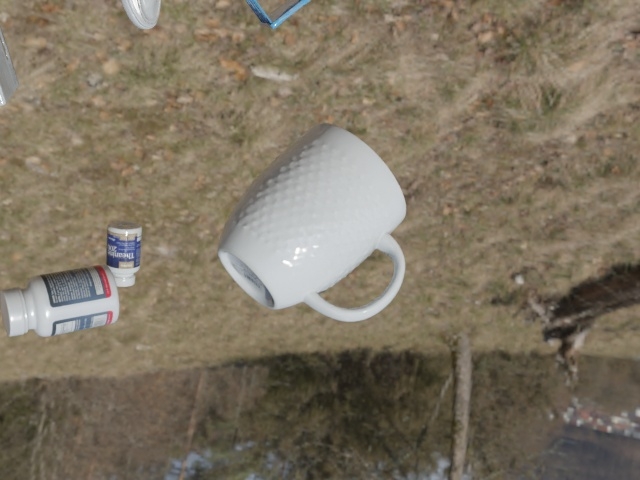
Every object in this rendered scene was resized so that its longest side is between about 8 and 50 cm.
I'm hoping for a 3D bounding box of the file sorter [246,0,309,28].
[{"bbox_3d":[-0.107,-0.569,1.847,0.104,0.118,0.170,53,180,-21],"label":"file sorter"}]

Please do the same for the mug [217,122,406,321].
[{"bbox_3d":[0.000,0.000,1.610,0.374,0.328,0.276,41,160,13],"label":"mug"}]

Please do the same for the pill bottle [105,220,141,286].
[{"bbox_3d":[-0.387,0.026,1.573,0.067,0.120,0.067,6,-164,-2],"label":"pill bottle"}]

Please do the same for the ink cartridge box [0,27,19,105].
[{"bbox_3d":[-0.820,-0.462,1.990,0.045,0.223,0.224,-13,-157,-6],"label":"ink cartridge box"}]

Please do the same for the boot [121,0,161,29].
[{"bbox_3d":[-0.366,-0.585,1.721,0.123,0.258,0.095,13,-152,38],"label":"boot"}]

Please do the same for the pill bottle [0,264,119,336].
[{"bbox_3d":[-0.449,0.107,1.376,0.180,0.108,0.108,-9,-178,-30],"label":"pill bottle"}]
